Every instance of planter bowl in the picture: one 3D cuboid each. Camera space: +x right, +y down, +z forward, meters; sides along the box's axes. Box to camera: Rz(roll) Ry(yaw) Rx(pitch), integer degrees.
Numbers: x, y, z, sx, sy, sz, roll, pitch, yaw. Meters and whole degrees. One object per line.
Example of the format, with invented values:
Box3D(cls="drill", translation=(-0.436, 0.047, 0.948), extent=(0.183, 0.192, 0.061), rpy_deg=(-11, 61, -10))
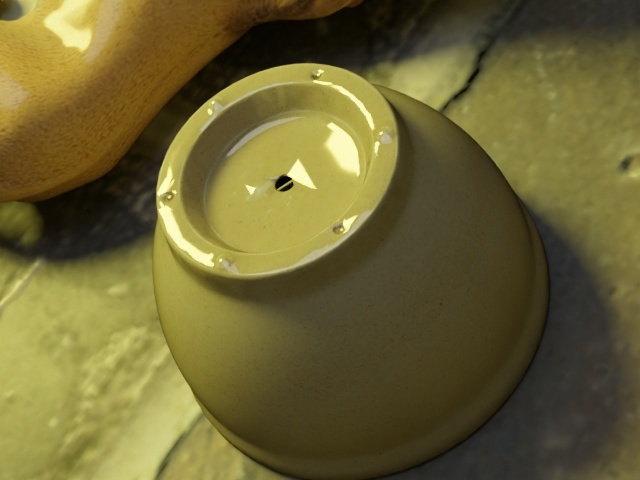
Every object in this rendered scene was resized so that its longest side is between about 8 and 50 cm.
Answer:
Box3D(cls="planter bowl", translation=(0.000, 0.000, 0.551), extent=(0.162, 0.109, 0.162), rpy_deg=(-10, 56, 16))

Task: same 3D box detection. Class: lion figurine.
Box3D(cls="lion figurine", translation=(-0.088, -0.124, 0.673), extent=(0.392, 0.142, 0.240), rpy_deg=(-46, 60, 7))
